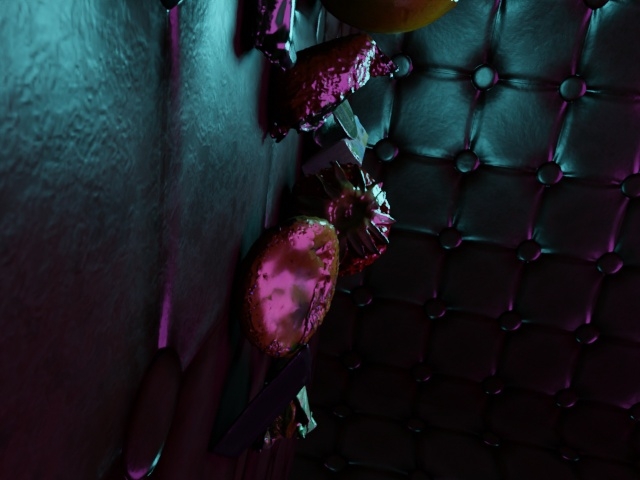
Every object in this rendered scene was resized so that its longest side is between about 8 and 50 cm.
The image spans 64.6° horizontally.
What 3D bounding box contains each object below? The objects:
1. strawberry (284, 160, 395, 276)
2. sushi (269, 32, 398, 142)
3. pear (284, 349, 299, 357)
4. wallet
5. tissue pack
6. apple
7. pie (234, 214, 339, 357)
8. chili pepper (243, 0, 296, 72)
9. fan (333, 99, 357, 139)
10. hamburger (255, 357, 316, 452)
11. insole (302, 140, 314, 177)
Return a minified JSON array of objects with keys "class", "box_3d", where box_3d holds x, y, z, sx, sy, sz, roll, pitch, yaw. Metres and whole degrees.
[{"class":"strawberry","box_3d":[0.030,-0.052,1.312,0.343,0.292,0.292,174,-74,-77]},{"class":"sushi","box_3d":[0.003,-0.294,0.954,0.287,0.149,0.140,-36,121,-28]},{"class":"pear","box_3d":[-0.083,0.210,1.238,0.141,0.104,0.141,-58,-175,8]},{"class":"wallet","box_3d":[-0.102,0.333,1.021,0.247,0.041,0.323,-47,165,-18]},{"class":"tissue pack","box_3d":[0.032,-0.275,1.459,0.145,0.159,0.229,53,27,-19]},{"class":"apple","box_3d":[0.161,-0.636,1.095,0.384,0.374,0.374,-67,165,-70]},{"class":"pie","box_3d":[-0.050,0.081,0.927,0.273,0.069,0.273,-17,114,-44]},{"class":"chili pepper","box_3d":[-0.061,-0.343,0.687,0.108,0.062,0.216,-67,164,-71]},{"class":"fan","box_3d":[0.038,-0.412,1.395,0.223,0.012,0.294,44,31,-41]},{"class":"hamburger","box_3d":[-0.084,0.466,1.413,0.276,0.151,0.260,-68,165,-67]},{"class":"insole","box_3d":[-0.036,-0.233,1.522,0.064,0.004,0.188,95,6,-50]}]
